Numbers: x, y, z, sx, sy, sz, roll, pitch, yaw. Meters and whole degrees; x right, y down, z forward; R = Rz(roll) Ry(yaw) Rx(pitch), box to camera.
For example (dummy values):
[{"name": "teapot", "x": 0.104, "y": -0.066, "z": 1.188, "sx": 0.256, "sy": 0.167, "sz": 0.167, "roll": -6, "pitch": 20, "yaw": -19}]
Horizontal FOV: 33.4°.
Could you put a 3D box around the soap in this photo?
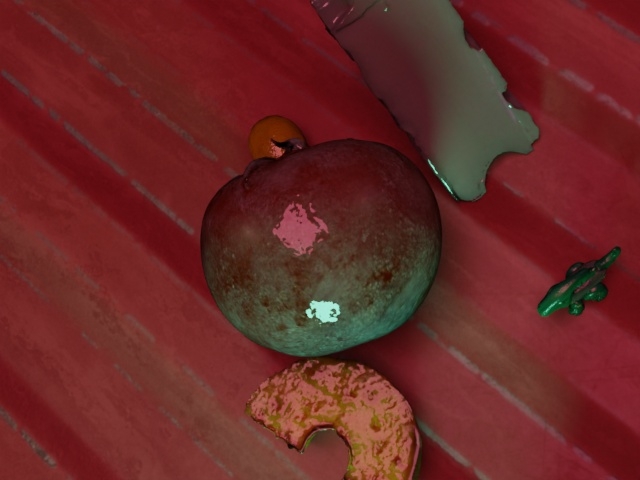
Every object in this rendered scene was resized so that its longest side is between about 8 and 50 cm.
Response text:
[{"name": "soap", "x": 0.142, "y": -0.228, "z": 1.407, "sx": 0.159, "sy": 0.258, "sz": 0.302, "roll": -38, "pitch": 71, "yaw": 6}]

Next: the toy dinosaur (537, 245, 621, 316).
[{"name": "toy dinosaur", "x": 0.336, "y": 0.054, "z": 1.375, "sx": 0.132, "sy": 0.096, "sz": 0.059, "roll": -43, "pitch": 71, "yaw": 8}]

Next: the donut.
[{"name": "donut", "x": 0.046, "y": 0.242, "z": 1.424, "sx": 0.259, "sy": 0.101, "sz": 0.152, "roll": 34, "pitch": 90, "yaw": 21}]

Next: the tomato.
[{"name": "tomato", "x": 0.000, "y": 0.000, "z": 1.377, "sx": 0.316, "sy": 0.316, "sz": 0.283, "roll": -19, "pitch": 90, "yaw": 13}]

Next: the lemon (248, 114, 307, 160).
[{"name": "lemon", "x": -0.059, "y": -0.131, "z": 1.544, "sx": 0.082, "sy": 0.082, "sz": 0.111, "roll": -34, "pitch": 65, "yaw": 8}]
